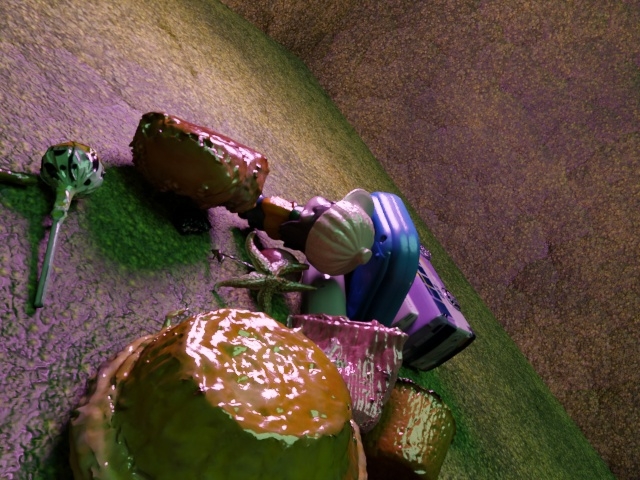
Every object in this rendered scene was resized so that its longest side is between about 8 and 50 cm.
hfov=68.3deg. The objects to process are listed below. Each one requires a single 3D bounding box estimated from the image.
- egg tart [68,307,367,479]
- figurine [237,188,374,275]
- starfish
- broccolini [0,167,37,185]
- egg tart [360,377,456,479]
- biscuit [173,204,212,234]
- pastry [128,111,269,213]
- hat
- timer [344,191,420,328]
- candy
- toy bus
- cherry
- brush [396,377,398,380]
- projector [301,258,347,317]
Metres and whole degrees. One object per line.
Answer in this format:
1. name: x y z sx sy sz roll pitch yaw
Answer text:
1. egg tart: -0.096 0.207 0.586 0.388 0.168 0.388 24 18 -8
2. figurine: -0.035 -0.023 1.096 0.185 0.333 0.204 47 49 -61
3. starfish: -0.106 0.088 0.957 0.224 0.050 0.216 -4 90 -28
4. broccolini: -0.510 -0.107 0.613 0.058 0.071 0.254 14 -5 28
5. egg tart: 0.141 0.374 0.872 0.215 0.215 0.170 46 32 -11
6. biscuit: -0.265 -0.038 0.977 0.087 0.027 0.089 37 23 -27
7. pastry: -0.246 -0.151 0.992 0.255 0.161 0.311 31 10 20
8. hat: 0.020 0.259 0.837 0.107 0.237 0.286 72 29 -54
9. timer: 0.132 0.062 1.224 0.115 0.339 0.309 8 36 -15
10. candy: -0.379 -0.031 0.697 0.091 0.083 0.305 25 40 -39
11. toy bus: 0.249 0.152 1.436 0.249 0.209 0.439 27 30 -43
12. cherry: -0.128 0.063 1.015 0.226 0.090 0.106 5 52 -45
13. brush: 0.180 0.336 1.243 0.190 0.028 0.034 51 23 0
14. projector: 0.007 0.149 1.099 0.108 0.108 0.337 41 22 -22
